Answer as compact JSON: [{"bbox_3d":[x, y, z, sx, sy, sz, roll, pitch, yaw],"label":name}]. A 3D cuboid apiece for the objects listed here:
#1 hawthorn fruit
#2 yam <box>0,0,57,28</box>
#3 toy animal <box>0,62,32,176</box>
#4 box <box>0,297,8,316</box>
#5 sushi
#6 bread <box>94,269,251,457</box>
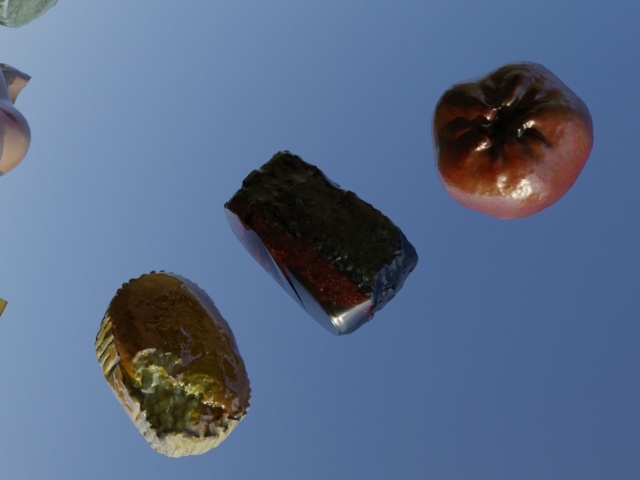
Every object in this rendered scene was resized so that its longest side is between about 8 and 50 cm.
[{"bbox_3d":[0.267,-0.130,1.341,0.224,0.261,0.224,-3,-106,12],"label":"hawthorn fruit"},{"bbox_3d":[-0.189,-0.146,0.413,0.078,0.179,0.078,18,90,-84],"label":"yam"},{"bbox_3d":[-0.369,-0.073,0.861,0.213,0.195,0.256,9,-100,55],"label":"toy animal"},{"bbox_3d":[-0.451,0.076,1.096,0.023,0.155,0.086,2,-116,49],"label":"box"},{"bbox_3d":[0.000,0.000,1.078,0.126,0.136,0.225,-40,-116,-14],"label":"sushi"},{"bbox_3d":[-0.202,0.168,1.301,0.133,0.179,0.250,-49,-119,51],"label":"bread"}]
